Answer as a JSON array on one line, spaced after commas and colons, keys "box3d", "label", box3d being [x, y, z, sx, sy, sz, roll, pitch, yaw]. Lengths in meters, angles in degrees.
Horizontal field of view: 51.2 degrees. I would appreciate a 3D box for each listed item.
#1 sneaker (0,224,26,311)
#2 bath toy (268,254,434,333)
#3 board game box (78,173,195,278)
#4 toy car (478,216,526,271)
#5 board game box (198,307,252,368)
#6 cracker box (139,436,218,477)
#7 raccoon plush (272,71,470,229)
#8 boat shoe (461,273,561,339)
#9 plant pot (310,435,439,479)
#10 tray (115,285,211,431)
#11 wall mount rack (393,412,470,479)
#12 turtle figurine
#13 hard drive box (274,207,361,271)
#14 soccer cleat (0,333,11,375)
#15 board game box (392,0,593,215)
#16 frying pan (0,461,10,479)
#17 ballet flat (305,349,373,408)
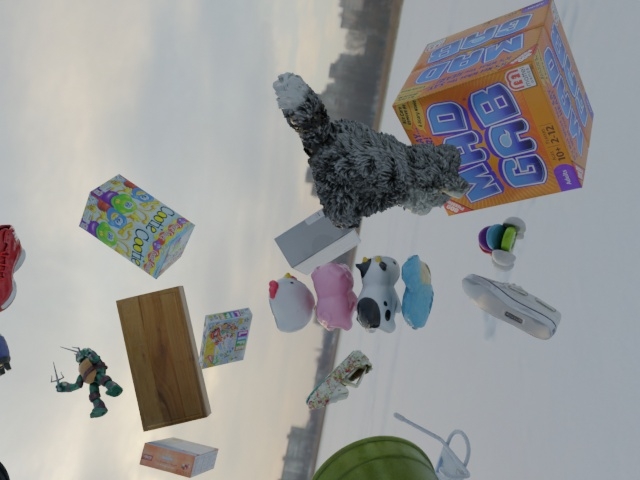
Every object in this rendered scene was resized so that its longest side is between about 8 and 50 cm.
[{"box3d": [-0.732, 0.050, 1.501, 0.221, 0.087, 0.128, -104, 13, -46], "label": "sneaker"}, {"box3d": [0.041, 0.101, 1.322, 0.129, 0.348, 0.151, 54, -141, -41], "label": "bath toy"}, {"box3d": [-0.530, -0.043, 1.937, 0.142, 0.275, 0.144, -58, -3, 35], "label": "board game box"}, {"box3d": [0.575, 0.004, 2.151, 0.182, 0.136, 0.159, 54, -123, -70], "label": "toy car"}, {"box3d": [-0.216, 0.222, 1.512, 0.026, 0.103, 0.154, 56, 143, 40], "label": "board game box"}, {"box3d": [-0.407, 0.630, 1.948, 0.232, 0.155, 0.067, 59, -137, -75], "label": "cracker box"}, {"box3d": [0.126, -0.181, 1.368, 0.446, 0.299, 0.216, 47, -147, -58], "label": "raccoon plush"}, {"box3d": [0.503, 0.156, 1.756, 0.088, 0.267, 0.096, -44, -30, -33], "label": "boat shoe"}, {"box3d": [0.177, 0.706, 1.545, 0.353, 0.366, 0.366, -137, 55, -68], "label": "plant pot"}, {"box3d": [-0.487, 0.363, 2.072, 0.076, 0.203, 0.411, 46, -149, -87], "label": "tray"}, {"box3d": [0.314, 0.704, 2.040, 0.304, 0.130, 0.350, 45, 122, 59], "label": "wall mount rack"}, {"box3d": [-0.641, 0.365, 1.838, 0.118, 0.234, 0.175, -3, -53, -51], "label": "turtle figurine"}, {"box3d": [0.000, 0.000, 1.715, 0.089, 0.181, 0.232, 58, -178, 10], "label": "hard drive box"}, {"box3d": [-0.655, 0.214, 1.212, 0.093, 0.289, 0.121, -22, -91, -53], "label": "soccer cleat"}, {"box3d": [0.460, -0.336, 1.724, 0.356, 0.356, 0.356, 57, -140, -27], "label": "board game box"}, {"box3d": [-0.769, 0.586, 1.594, 0.053, 0.326, 0.197, 89, 162, -71], "label": "frying pan"}, {"box3d": [0.060, 0.377, 1.786, 0.241, 0.077, 0.091, -38, -31, -40], "label": "ballet flat"}]
